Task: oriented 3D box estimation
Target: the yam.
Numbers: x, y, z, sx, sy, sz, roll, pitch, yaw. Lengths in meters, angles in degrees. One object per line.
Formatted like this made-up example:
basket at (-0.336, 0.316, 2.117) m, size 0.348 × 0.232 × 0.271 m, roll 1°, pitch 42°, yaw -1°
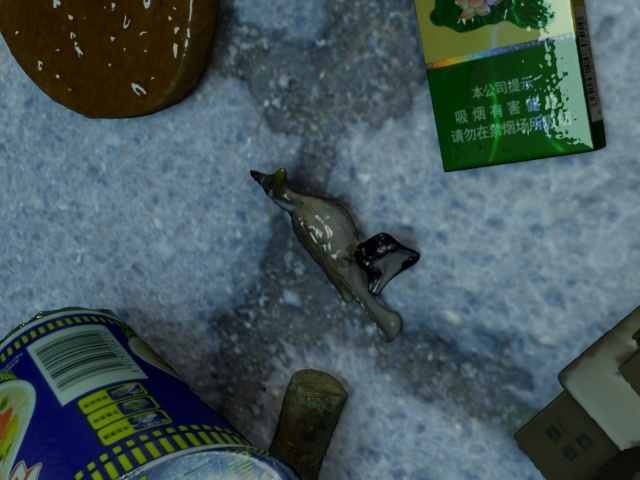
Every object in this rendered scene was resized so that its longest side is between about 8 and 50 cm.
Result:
yam at (-0.036, 0.247, 0.964) m, size 0.061 × 0.061 × 0.274 m, roll 31°, pitch 120°, yaw 25°

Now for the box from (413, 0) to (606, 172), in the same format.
box at (0.137, -0.177, 0.743) m, size 0.132 × 0.034 × 0.235 m, roll -5°, pitch 99°, yaw 36°

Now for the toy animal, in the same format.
toy animal at (0.006, -0.002, 0.865) m, size 0.202 × 0.070 × 0.105 m, roll 41°, pitch 141°, yaw 15°

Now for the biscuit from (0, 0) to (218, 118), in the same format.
biscuit at (-0.196, -0.313, 0.923) m, size 0.350 × 0.070 × 0.395 m, roll 17°, pitch 112°, yaw 29°

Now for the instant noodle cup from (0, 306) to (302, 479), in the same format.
instant noodle cup at (-0.204, 0.222, 0.927) m, size 0.312 × 0.284 × 0.284 m, roll 41°, pitch 125°, yaw 47°

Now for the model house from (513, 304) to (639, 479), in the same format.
model house at (0.263, 0.131, 0.606) m, size 0.211 × 0.204 × 0.243 m, roll 51°, pitch 138°, yaw 19°
